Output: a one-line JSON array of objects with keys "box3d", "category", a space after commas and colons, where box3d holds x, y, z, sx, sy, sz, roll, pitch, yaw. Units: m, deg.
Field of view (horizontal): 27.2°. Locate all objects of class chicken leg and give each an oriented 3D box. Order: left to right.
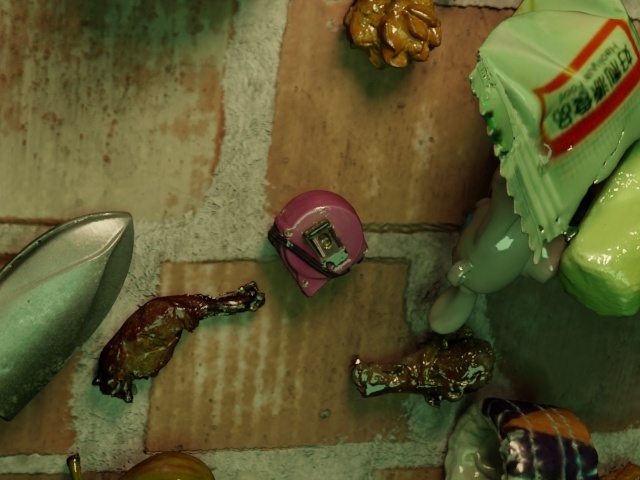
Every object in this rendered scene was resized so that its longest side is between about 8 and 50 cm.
[{"box3d": [-0.191, 0.118, 1.726, 0.253, 0.051, 0.106, -32, 125, -2], "category": "chicken leg"}, {"box3d": [0.147, 0.182, 1.848, 0.196, 0.080, 0.125, -24, 109, 4], "category": "chicken leg"}]

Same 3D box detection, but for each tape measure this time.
[{"box3d": [0.000, 0.000, 1.713, 0.118, 0.074, 0.125, -36, 121, 1], "category": "tape measure"}]

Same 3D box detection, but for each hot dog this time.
[{"box3d": [0.439, 0.399, 2.037, 0.147, 0.065, 0.099, -23, 128, -8], "category": "hot dog"}]

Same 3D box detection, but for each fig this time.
[{"box3d": [-0.227, 0.352, 1.769, 0.186, 0.142, 0.148, -3, 89, -29], "category": "fig"}]

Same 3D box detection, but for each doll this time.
[{"box3d": [0.259, 0.010, 1.729, 0.160, 0.242, 0.311, 32, 127, 4], "category": "doll"}]

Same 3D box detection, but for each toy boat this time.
[{"box3d": [-0.346, 0.082, 1.643, 0.319, 0.092, 0.141, -46, 118, -1], "category": "toy boat"}]

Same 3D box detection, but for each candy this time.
[{"box3d": [0.275, -0.179, 1.554, 0.172, 0.398, 0.263, -13, 119, 41], "category": "candy"}, {"box3d": [0.425, -0.061, 1.667, 0.132, 0.142, 0.343, 37, 71, 1], "category": "candy"}]

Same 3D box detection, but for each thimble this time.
[{"box3d": [0.279, 0.344, 1.866, 0.150, 0.237, 0.237, 8, 111, -21], "category": "thimble"}]

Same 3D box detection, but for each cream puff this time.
[{"box3d": [0.088, -0.265, 1.603, 0.116, 0.122, 0.094, -58, 134, -31], "category": "cream puff"}]
